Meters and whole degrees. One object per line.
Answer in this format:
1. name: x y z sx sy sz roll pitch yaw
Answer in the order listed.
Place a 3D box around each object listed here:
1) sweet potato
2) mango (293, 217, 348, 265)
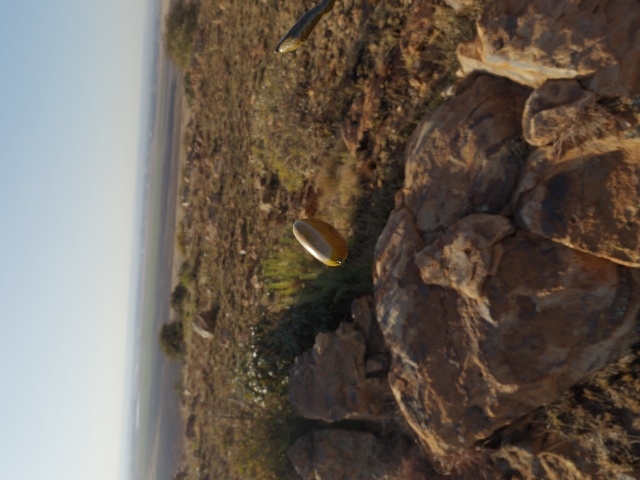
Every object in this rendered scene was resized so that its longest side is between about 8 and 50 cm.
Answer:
1. sweet potato: -0.015 -0.279 0.579 0.115 0.026 0.026 -39 43 18
2. mango: 0.000 0.000 0.827 0.060 0.114 0.080 -48 -2 19
